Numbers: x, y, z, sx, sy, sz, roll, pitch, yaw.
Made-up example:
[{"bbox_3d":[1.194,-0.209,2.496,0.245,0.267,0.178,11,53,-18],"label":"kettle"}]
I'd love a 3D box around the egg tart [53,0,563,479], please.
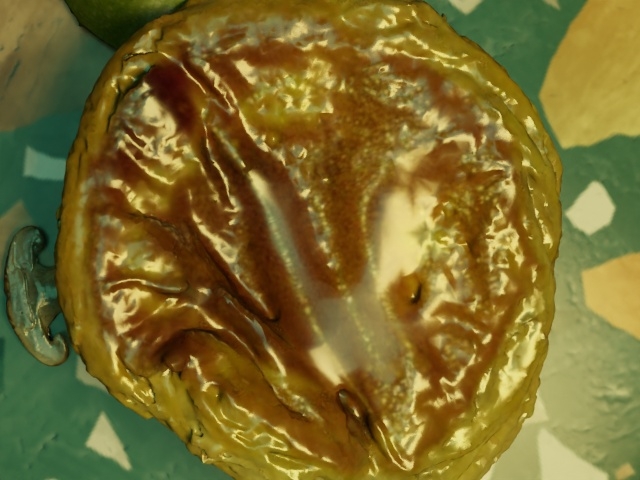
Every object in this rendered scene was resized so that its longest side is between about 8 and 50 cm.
[{"bbox_3d":[0.000,0.000,0.847,0.351,0.153,0.339,28,87,-7],"label":"egg tart"}]

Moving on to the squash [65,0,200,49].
[{"bbox_3d":[-0.101,-0.209,0.867,0.170,0.123,0.170,0,92,-10],"label":"squash"}]

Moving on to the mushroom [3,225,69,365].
[{"bbox_3d":[-0.199,0.040,0.900,0.049,0.019,0.101,-14,91,-6],"label":"mushroom"}]
